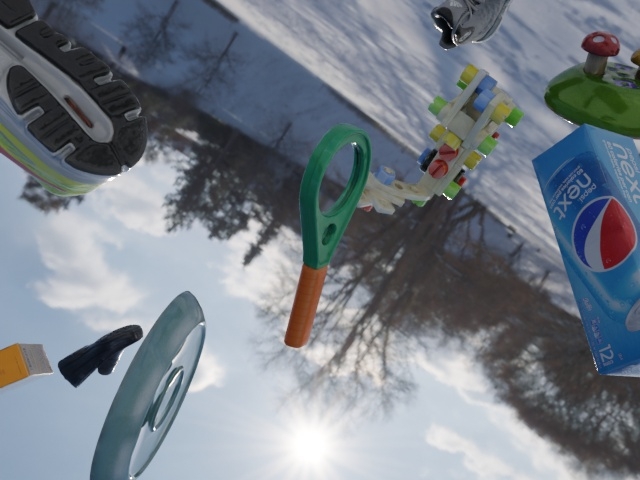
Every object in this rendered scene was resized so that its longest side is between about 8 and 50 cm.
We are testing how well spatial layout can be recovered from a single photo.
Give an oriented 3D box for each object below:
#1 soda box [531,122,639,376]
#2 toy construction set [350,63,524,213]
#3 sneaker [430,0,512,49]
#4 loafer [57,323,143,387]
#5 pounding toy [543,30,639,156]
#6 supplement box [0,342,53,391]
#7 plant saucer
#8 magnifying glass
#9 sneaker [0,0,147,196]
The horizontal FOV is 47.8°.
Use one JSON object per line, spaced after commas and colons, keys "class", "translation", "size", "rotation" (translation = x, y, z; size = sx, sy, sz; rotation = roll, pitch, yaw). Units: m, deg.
{"class": "soda box", "translation": [0.257, 0.008, 0.627], "size": [0.071, 0.067, 0.210], "rotation": [9, -122, -32]}
{"class": "toy construction set", "translation": [0.200, -0.146, 1.195], "size": [0.151, 0.327, 0.215], "rotation": [51, -146, 1]}
{"class": "sneaker", "translation": [0.229, -0.364, 1.043], "size": [0.086, 0.132, 0.229], "rotation": [46, 148, 22]}
{"class": "loafer", "translation": [-0.459, 0.246, 1.539], "size": [0.078, 0.223, 0.076], "rotation": [60, -160, -5]}
{"class": "pounding toy", "translation": [0.425, -0.213, 0.978], "size": [0.182, 0.110, 0.237], "rotation": [-12, -142, -27]}
{"class": "supplement box", "translation": [-0.315, 0.130, 0.726], "size": [0.098, 0.062, 0.036], "rotation": [130, 118, -78]}
{"class": "plant saucer", "translation": [-0.242, 0.229, 1.075], "size": [0.043, 0.318, 0.317], "rotation": [22, -172, 5]}
{"class": "magnifying glass", "translation": [0.000, 0.000, 0.695], "size": [0.026, 0.231, 0.092], "rotation": [24, -155, 27]}
{"class": "sneaker", "translation": [-0.193, -0.104, 0.410], "size": [0.208, 0.081, 0.094], "rotation": [52, 146, -4]}
